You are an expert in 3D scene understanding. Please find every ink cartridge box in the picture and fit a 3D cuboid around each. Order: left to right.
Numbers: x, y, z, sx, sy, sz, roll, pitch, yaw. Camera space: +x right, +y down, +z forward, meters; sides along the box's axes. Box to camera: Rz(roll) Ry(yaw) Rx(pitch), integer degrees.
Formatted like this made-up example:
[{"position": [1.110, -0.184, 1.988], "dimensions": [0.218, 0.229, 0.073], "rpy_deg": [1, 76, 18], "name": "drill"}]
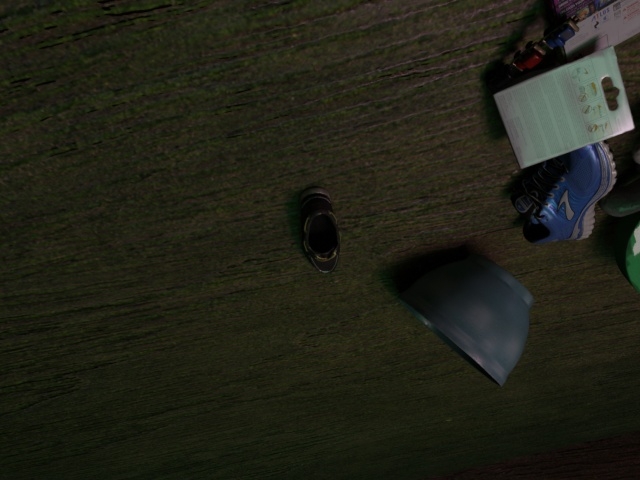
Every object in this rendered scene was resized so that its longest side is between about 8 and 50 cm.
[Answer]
[{"position": [0.392, -0.216, 0.808], "dimensions": [0.180, 0.045, 0.145], "rpy_deg": [-20, 112, 24], "name": "ink cartridge box"}]

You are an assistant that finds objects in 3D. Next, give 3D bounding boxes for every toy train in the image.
[{"position": [0.319, -0.281, 0.755], "dimensions": [0.027, 0.036, 0.158], "rpy_deg": [27, 145, -24], "name": "toy train"}]

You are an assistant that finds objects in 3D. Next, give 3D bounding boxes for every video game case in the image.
[{"position": [0.438, -0.387, 0.703], "dimensions": [0.232, 0.041, 0.210], "rpy_deg": [-29, 136, 17], "name": "video game case"}]

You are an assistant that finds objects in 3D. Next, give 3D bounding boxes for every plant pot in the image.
[{"position": [0.349, 0.155, 1.117], "dimensions": [0.196, 0.293, 0.293], "rpy_deg": [-48, 133, -1], "name": "plant pot"}]

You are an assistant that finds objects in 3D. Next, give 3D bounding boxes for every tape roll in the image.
[{"position": [0.834, 0.005, 1.090], "dimensions": [0.322, 0.077, 0.320], "rpy_deg": [4, 114, 9], "name": "tape roll"}]

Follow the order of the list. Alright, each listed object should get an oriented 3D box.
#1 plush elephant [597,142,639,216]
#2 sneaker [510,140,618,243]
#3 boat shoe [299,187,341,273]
[{"position": [0.670, -0.143, 0.870], "dimensions": [0.330, 0.271, 0.255], "rpy_deg": [-32, 125, 23], "name": "plush elephant"}, {"position": [0.458, -0.096, 0.957], "dimensions": [0.147, 0.129, 0.329], "rpy_deg": [-18, 138, 2], "name": "sneaker"}, {"position": [0.000, 0.000, 0.987], "dimensions": [0.081, 0.068, 0.227], "rpy_deg": [-12, 138, -1], "name": "boat shoe"}]
